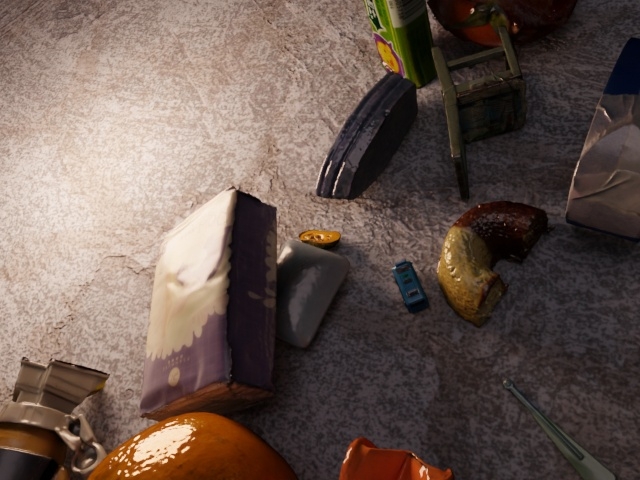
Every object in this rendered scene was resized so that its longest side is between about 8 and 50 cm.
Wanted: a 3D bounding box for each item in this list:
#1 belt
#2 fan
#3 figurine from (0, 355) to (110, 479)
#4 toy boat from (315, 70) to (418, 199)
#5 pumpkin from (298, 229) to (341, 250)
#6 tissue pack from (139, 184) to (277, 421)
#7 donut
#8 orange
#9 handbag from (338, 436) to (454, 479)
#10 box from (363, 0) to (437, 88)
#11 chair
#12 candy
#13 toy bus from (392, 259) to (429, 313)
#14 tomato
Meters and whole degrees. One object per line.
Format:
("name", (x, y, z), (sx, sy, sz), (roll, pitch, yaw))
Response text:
("belt", (0.484, -0.163, 0.938), (0.117, 0.212, 0.347), (20, 64, 26))
("fan", (0.325, 0.268, 0.855), (0.038, 0.016, 0.193), (-40, 57, -4))
("figurine", (-0.484, 0.340, 1.015), (0.308, 0.143, 0.308), (-23, 43, 24))
("toy boat", (0.087, -0.184, 1.137), (0.078, 0.127, 0.283), (25, 69, 23))
("pumpkin", (0.000, 0.001, 1.113), (0.083, 0.028, 0.050), (15, 35, 34))
("tissue pack", (-0.179, 0.108, 1.012), (0.242, 0.125, 0.343), (-30, 50, 38))
("donut", (0.262, 0.017, 0.983), (0.141, 0.085, 0.217), (25, 73, 29))
("orange", (-0.169, 0.380, 0.791), (0.312, 0.312, 0.312), (-8, 58, 14))
("handbag", (0.055, 0.448, 0.671), (0.116, 0.303, 0.410), (11, 66, 23))
("box", (0.139, -0.444, 1.138), (0.097, 0.345, 0.134), (-35, 56, -2))
("chair", (0.292, -0.226, 1.085), (0.147, 0.136, 0.270), (-12, 56, 13))
("candy", (-0.042, 0.086, 1.053), (0.138, 0.071, 0.174), (19, 70, 30))
("toy bus", (0.147, 0.074, 1.012), (0.038, 0.046, 0.083), (-22, 57, 5))
("tomato", (0.337, -0.494, 1.212), (0.309, 0.170, 0.309), (5, 72, -16))
